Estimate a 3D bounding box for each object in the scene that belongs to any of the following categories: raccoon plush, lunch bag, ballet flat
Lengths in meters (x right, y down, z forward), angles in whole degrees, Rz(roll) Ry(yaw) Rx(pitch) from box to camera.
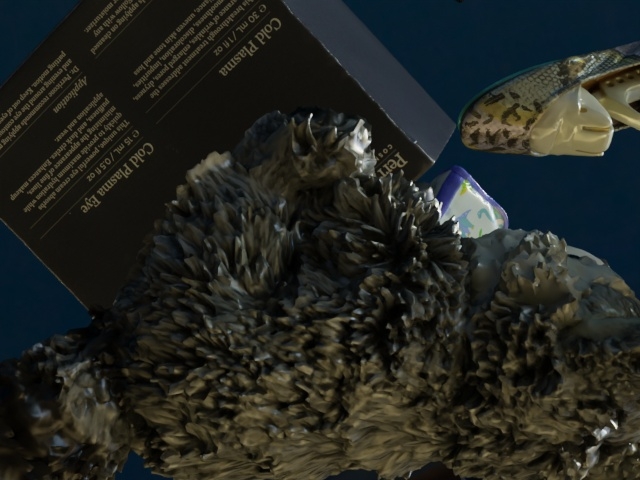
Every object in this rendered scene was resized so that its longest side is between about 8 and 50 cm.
[{"bbox_3d":[0.005,0.131,0.817,0.446,0.299,0.216,-46,-28,-17],"label":"raccoon plush"},{"bbox_3d":[0.107,0.014,1.273,0.128,0.096,0.151,-58,-24,-13],"label":"lunch bag"},{"bbox_3d":[0.109,-0.053,0.537,0.114,0.041,0.041,-20,-38,-24],"label":"ballet flat"}]

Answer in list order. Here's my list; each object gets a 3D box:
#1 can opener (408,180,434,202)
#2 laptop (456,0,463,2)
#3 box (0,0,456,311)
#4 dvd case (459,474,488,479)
[{"bbox_3d":[0.000,0.000,1.078,0.186,0.059,0.073,-16,-62,-10],"label":"can opener"},{"bbox_3d":[-0.060,-0.360,0.754,0.408,0.236,0.381,11,-67,22],"label":"laptop"},{"bbox_3d":[-0.108,-0.092,1.284,0.343,0.179,0.312,-41,-87,19],"label":"box"},{"bbox_3d":[0.225,0.355,1.499,0.030,0.238,0.179,-31,-63,2],"label":"dvd case"}]
